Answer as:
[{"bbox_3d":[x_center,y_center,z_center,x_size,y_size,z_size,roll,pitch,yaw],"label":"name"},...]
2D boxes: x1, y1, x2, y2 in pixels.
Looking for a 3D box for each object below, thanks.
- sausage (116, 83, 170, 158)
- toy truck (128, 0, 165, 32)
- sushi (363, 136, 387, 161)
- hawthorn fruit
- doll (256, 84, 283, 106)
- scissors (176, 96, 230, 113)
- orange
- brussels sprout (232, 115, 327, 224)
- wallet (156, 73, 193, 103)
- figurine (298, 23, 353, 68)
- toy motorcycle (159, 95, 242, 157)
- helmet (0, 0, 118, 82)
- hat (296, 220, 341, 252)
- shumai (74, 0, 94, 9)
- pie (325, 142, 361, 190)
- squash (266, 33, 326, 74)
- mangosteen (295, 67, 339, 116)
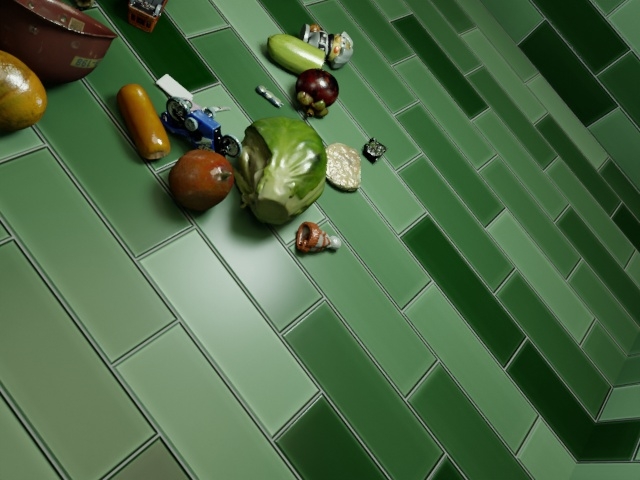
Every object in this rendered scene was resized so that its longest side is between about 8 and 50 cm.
[{"bbox_3d":[-0.580,-0.390,1.563,0.105,0.105,0.274,-20,78,-33],"label":"sausage"},{"bbox_3d":[-0.626,-0.904,1.777,0.108,0.114,0.252,21,60,-17],"label":"toy truck"},{"bbox_3d":[0.221,-0.380,2.010,0.085,0.056,0.083,44,62,-4],"label":"sushi"},{"bbox_3d":[-0.353,-0.195,1.503,0.200,0.252,0.199,2,88,-49],"label":"hawthorn fruit"},{"bbox_3d":[-0.200,-0.572,1.894,0.125,0.027,0.037,35,48,-9],"label":"doll"},{"bbox_3d":[-0.416,-0.471,1.729,0.212,0.021,0.110,-19,94,-37],"label":"scissors"},{"bbox_3d":[-0.897,-0.411,1.324,0.240,0.240,0.171,20,42,-19],"label":"orange"},{"bbox_3d":[-0.124,-0.241,1.625,0.315,0.276,0.370,8,64,-21],"label":"brussels sprout"},{"bbox_3d":[-0.520,-0.538,1.710,0.122,0.025,0.061,39,53,-6],"label":"wallet"},{"bbox_3d":[0.025,-0.857,2.089,0.237,0.133,0.175,13,64,-19],"label":"figurine"},{"bbox_3d":[-0.405,-0.354,1.610,0.316,0.168,0.113,35,45,3],"label":"toy motorcycle"},{"bbox_3d":[-0.825,-0.594,1.426,0.338,0.230,0.385,30,21,-4],"label":"helmet"},{"bbox_3d":[0.000,0.000,1.704,0.163,0.094,0.112,19,68,-40],"label":"hat"},{"bbox_3d":[-0.788,-0.944,1.687,0.267,0.314,0.262,30,101,-14],"label":"shumai"},{"bbox_3d":[0.080,-0.299,1.896,0.185,0.052,0.217,13,63,-24],"label":"pie"},{"bbox_3d":[-0.109,-0.767,1.975,0.247,0.132,0.132,19,59,-15],"label":"squash"},{"bbox_3d":[-0.017,-0.591,1.928,0.200,0.200,0.199,12,62,-23],"label":"mangosteen"}]
